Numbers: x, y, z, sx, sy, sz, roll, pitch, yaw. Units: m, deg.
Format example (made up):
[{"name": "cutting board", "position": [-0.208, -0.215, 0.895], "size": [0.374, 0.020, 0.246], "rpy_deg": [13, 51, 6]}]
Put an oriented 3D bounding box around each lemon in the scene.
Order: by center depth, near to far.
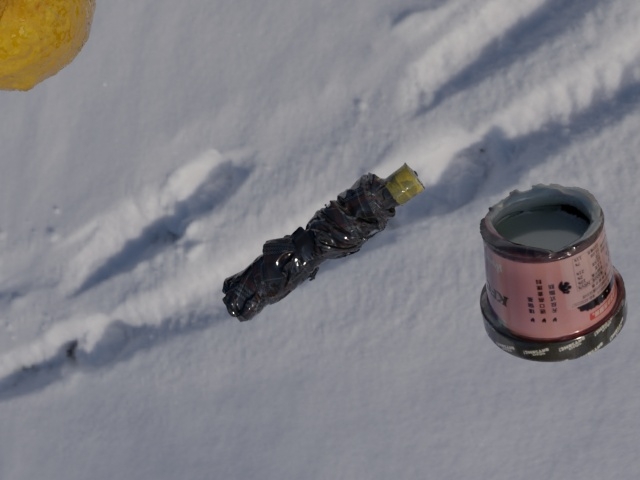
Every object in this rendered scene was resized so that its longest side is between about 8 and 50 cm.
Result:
[{"name": "lemon", "position": [-0.230, -0.175, 0.621], "size": [0.187, 0.142, 0.142], "rpy_deg": [-110, 40, -70]}]

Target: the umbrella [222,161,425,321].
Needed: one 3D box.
[{"name": "umbrella", "position": [0.000, 0.000, 0.547], "size": [0.144, 0.040, 0.037], "rpy_deg": [-36, 75, 11]}]

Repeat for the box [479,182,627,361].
[{"name": "box", "position": [0.233, 0.026, 0.908], "size": [0.151, 0.151, 0.135], "rpy_deg": [18, 138, 39]}]
